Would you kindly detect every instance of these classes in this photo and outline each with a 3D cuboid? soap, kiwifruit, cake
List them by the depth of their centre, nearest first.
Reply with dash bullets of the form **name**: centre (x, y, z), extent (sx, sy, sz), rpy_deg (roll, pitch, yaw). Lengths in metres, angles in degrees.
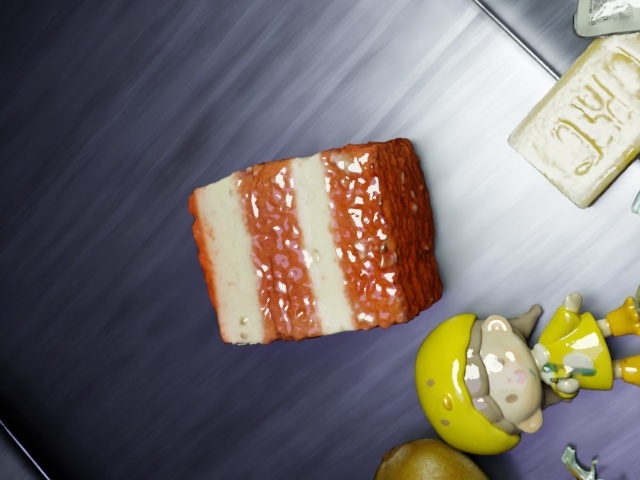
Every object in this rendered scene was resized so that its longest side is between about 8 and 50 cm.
- **soap**: centre (0.413, -0.189, 1.457), extent (0.160, 0.080, 0.257), rpy_deg (44, 110, 12)
- **cake**: centre (0.000, 0.000, 1.539), extent (0.320, 0.270, 0.269), rpy_deg (-10, 92, 22)
- **kiwifruit**: centre (0.181, 0.417, 1.563), extent (0.234, 0.196, 0.196), rpy_deg (48, 110, 14)

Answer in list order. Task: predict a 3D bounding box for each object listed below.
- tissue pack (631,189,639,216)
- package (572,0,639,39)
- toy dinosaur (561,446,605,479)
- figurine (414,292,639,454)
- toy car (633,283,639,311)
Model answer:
- **tissue pack**: centre (0.532, -0.128, 1.360), extent (0.081, 0.185, 0.257), rpy_deg (38, 109, 23)
- **package**: centre (0.464, -0.360, 1.409), extent (0.232, 0.040, 0.166), rpy_deg (-9, 61, 19)
- **toy dinosaur**: centre (0.420, 0.412, 1.553), extent (0.106, 0.044, 0.187), rpy_deg (1, 110, 35)
- **figurine**: centre (0.311, 0.198, 1.496), extent (0.344, 0.187, 0.215), rpy_deg (-14, 82, 16)
- **toy car**: centre (0.565, 0.074, 1.378), extent (0.257, 0.101, 0.124), rpy_deg (16, 64, 3)
